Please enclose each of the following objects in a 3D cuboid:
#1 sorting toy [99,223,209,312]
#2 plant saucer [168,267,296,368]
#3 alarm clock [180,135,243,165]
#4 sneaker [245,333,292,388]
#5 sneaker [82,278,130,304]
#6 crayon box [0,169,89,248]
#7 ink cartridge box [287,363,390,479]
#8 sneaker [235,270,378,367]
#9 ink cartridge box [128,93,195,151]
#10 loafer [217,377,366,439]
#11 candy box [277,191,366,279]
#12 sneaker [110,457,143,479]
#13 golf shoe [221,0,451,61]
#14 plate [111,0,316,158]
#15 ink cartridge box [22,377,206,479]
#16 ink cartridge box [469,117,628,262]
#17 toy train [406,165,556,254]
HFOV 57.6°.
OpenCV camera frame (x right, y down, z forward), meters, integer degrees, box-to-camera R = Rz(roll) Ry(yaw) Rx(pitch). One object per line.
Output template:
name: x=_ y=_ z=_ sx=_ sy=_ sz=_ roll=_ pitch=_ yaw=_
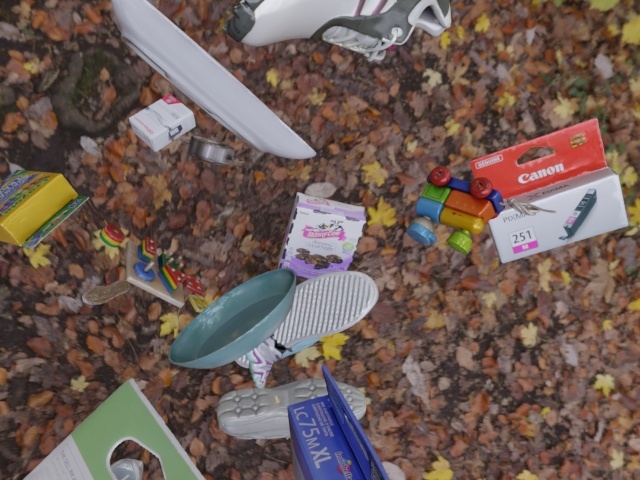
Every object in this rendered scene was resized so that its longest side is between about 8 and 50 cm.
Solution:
sorting toy: x=-0.327 y=0.062 z=1.214 sx=0.046 sy=0.132 sz=0.275 roll=-44 pitch=125 yaw=14
plant saucer: x=-0.065 y=0.065 z=0.466 sx=0.119 sy=0.119 sz=0.021 roll=-38 pitch=107 yaw=-20
alarm clock: x=-0.299 y=-0.249 z=1.670 sx=0.192 sy=0.129 sz=0.064 roll=21 pitch=102 yaw=27
sneaker: x=-0.073 y=0.177 z=0.867 sx=0.069 sy=0.098 sz=0.038 roll=-18 pitch=40 yaw=-11
sneaker: x=-0.495 y=0.122 z=1.315 sx=0.118 sy=0.067 sz=0.042 roll=-20 pitch=91 yaw=-55
crayon box: x=-0.793 y=-0.092 z=1.551 sx=0.203 sy=0.323 sz=0.083 roll=-53 pitch=134 yaw=-31
ink cartridge box: x=0.019 y=0.317 z=0.660 sx=0.065 sy=0.185 sz=0.310 roll=-10 pitch=121 yaw=-16
sneaker: x=-0.026 y=0.168 z=1.312 sx=0.366 sy=0.150 sz=0.135 roll=-26 pitch=81 yaw=18
ink cartridge box: x=-0.457 y=-0.341 z=1.686 sx=0.109 sy=0.063 sz=0.150 roll=41 pitch=65 yaw=21
loafer: x=-0.061 y=0.372 z=1.268 sx=0.320 sy=0.111 sz=0.112 roll=-2 pitch=44 yaw=-1
candy box: x=0.000 y=0.000 z=1.372 sx=0.165 sy=0.196 sz=0.070 roll=12 pitch=34 yaw=-8
sneaker: x=-0.305 y=0.365 z=0.913 sx=0.054 sy=0.152 sz=0.061 roll=22 pitch=47 yaw=-4
golf shoe: x=0.034 y=-0.238 z=0.590 sx=0.273 sy=0.105 sz=0.120 roll=-31 pitch=100 yaw=-26
plate: x=-0.151 y=-0.198 z=0.729 sx=0.277 sy=0.278 sz=0.045 roll=40 pitch=91 yaw=-24
ink cartridge box: x=-0.170 y=0.226 z=0.372 sx=0.235 sy=0.171 sz=0.056 roll=-42 pitch=132 yaw=-17
ink cartridge box: x=0.487 y=-0.100 z=1.245 sx=0.275 sy=0.060 sz=0.238 roll=-19 pitch=114 yaw=15
toy train: x=0.291 y=-0.035 z=1.095 sx=0.248 sy=0.105 sz=0.143 roll=23 pitch=77 yaw=36
